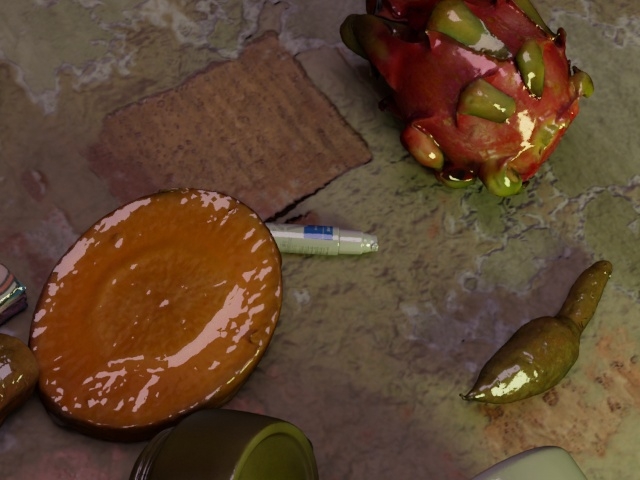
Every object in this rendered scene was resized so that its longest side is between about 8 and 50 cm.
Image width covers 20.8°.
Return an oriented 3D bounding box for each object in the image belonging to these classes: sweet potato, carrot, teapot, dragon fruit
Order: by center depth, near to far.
[{"bbox_3d":[-0.111,0.255,1.757,0.175,0.185,0.268,6,23,30],"label":"teapot"},{"bbox_3d":[-0.401,0.193,1.799,0.252,0.097,0.097,-41,72,-15],"label":"sweet potato"},{"bbox_3d":[-0.180,0.081,1.878,0.258,0.100,0.307,37,67,18],"label":"carrot"},{"bbox_3d":[0.253,0.115,1.922,0.075,0.075,0.269,40,55,15],"label":"sweet potato"},{"bbox_3d":[0.163,-0.193,2.012,0.227,0.243,0.307,-45,34,-3],"label":"dragon fruit"}]

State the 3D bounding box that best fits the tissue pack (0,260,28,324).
[{"bbox_3d":[-0.409,0.039,1.893,0.115,0.065,0.155,-38,71,-22],"label":"tissue pack"}]

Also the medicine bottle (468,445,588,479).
[{"bbox_3d":[0.244,0.390,1.684,0.208,0.208,0.339,-25,65,-18],"label":"medicine bottle"}]

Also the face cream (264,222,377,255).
[{"bbox_3d":[0.000,0.000,1.976,0.130,0.034,0.034,4,61,-4],"label":"face cream"}]
